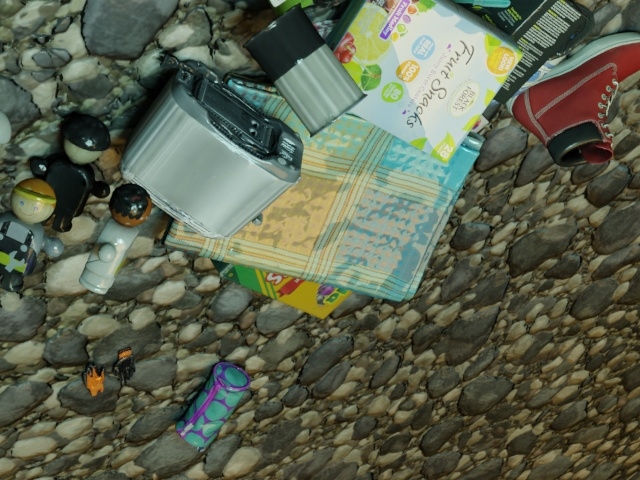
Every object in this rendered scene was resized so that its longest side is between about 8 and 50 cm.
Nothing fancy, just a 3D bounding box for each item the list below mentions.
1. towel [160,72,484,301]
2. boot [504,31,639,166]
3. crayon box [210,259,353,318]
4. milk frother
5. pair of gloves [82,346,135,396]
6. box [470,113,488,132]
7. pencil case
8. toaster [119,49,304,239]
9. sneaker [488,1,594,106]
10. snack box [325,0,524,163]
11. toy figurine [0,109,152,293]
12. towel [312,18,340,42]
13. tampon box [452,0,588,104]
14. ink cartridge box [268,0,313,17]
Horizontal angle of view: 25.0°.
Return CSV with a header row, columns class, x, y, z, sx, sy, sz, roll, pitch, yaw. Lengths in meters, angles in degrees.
class,x,y,z,sx,sy,sz,roll,pitch,yaw
towel,0.005,-0.060,1.901,0.370,0.040,0.271,12,118,-22
boot,0.412,-0.196,2.091,0.244,0.176,0.088,-26,145,-13
crayon box,0.000,0.000,2.079,0.202,0.081,0.318,-44,146,15
milk frother,0.012,-0.218,1.661,0.143,0.135,0.129,-33,-172,37
pair of gloves,-0.310,0.192,2.126,0.083,0.010,0.074,-25,145,-18
box,0.132,-0.145,2.044,0.186,0.038,0.145,-40,147,11
pencil case,-0.171,0.261,2.283,0.070,0.064,0.152,-16,146,-53
toaster,-0.141,-0.108,1.743,0.227,0.129,0.146,35,116,-17
sneaker,0.286,-0.259,2.011,0.211,0.080,0.081,-33,168,0
snack box,0.115,-0.219,1.782,0.207,0.070,0.174,26,113,-18
toy figurine,-0.309,-0.050,1.638,0.213,0.209,0.148,6,120,-42
towel,0.041,-0.233,1.866,0.197,0.029,0.144,-13,142,-24
tampon box,0.239,-0.284,1.880,0.161,0.120,0.101,-45,145,18
ink cartridge box,0.004,-0.342,1.629,0.188,0.097,0.255,-35,146,2
